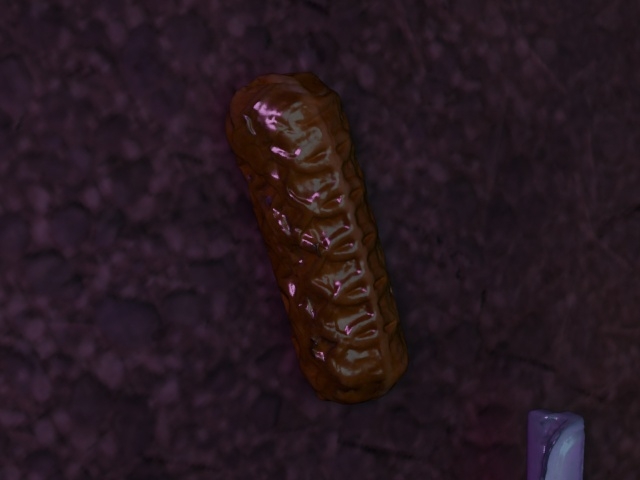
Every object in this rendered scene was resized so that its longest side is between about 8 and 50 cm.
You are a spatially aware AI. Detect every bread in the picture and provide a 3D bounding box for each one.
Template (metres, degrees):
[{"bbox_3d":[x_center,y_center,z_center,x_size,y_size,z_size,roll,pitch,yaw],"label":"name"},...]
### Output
[{"bbox_3d":[0.000,0.000,0.736,0.052,0.044,0.157,-24,111,-22],"label":"bread"}]

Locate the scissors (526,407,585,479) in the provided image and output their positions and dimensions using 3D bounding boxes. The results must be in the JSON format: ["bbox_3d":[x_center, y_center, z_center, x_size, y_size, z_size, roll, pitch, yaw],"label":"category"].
[{"bbox_3d":[0.109,0.203,0.814,0.125,0.030,0.256,-11,107,-33],"label":"scissors"}]
